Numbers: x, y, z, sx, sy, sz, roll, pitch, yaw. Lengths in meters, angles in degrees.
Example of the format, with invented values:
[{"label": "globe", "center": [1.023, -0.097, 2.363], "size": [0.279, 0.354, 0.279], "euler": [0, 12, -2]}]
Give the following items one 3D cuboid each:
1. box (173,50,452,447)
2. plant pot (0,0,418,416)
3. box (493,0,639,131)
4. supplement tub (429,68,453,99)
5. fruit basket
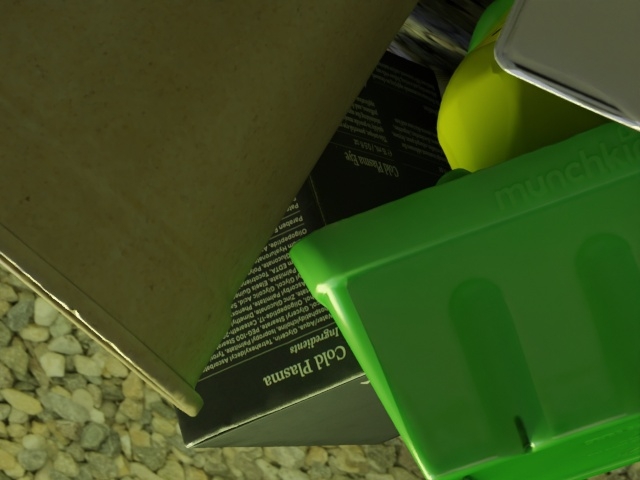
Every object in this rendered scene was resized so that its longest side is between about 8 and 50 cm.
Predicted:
[{"label": "box", "center": [0.000, 0.000, 1.439], "size": [0.343, 0.179, 0.313], "euler": [12, -124, -61]}, {"label": "plant pot", "center": [-0.110, -0.113, 1.057], "size": [0.334, 0.305, 0.334], "euler": [39, 171, 7]}, {"label": "box", "center": [0.194, -0.091, 0.753], "size": [0.148, 0.121, 0.311], "euler": [26, -172, 16]}, {"label": "supplement tub", "center": [0.134, -0.038, 1.736], "size": [0.325, 0.235, 0.235], "euler": [31, 175, 44]}, {"label": "fruit basket", "center": [0.174, -0.041, 1.134], "size": [0.392, 0.392, 0.283], "euler": [33, 176, 22]}]
